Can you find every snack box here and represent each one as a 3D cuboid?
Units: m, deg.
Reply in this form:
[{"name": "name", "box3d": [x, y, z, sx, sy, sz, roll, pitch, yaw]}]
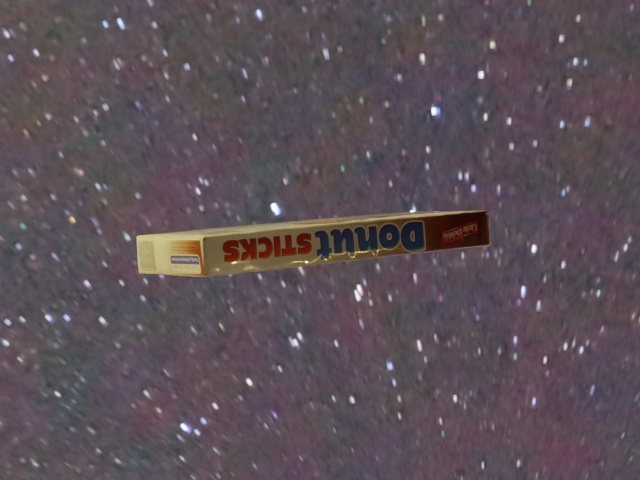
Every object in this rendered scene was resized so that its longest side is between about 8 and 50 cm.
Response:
[{"name": "snack box", "box3d": [0.000, 0.000, 0.684, 0.178, 0.064, 0.022, -6, -87, -36]}]
